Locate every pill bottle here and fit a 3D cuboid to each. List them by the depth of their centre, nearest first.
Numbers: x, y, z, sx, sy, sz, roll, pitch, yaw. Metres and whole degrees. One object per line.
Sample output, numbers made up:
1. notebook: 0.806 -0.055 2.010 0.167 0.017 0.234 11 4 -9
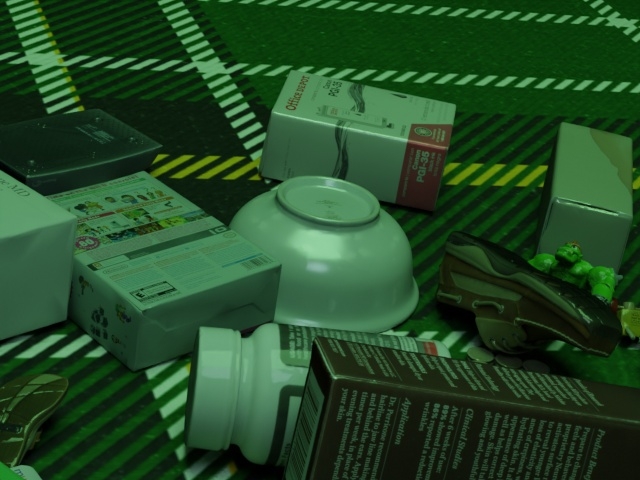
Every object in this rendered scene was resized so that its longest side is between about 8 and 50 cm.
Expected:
1. pill bottle: -0.005 0.177 1.827 0.283 0.161 0.161 7 26 -8

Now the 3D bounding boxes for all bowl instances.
1. bowl: 0.000 0.000 2.218 0.298 0.134 0.298 8 26 -4

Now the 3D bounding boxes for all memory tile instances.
1. memory tile: 0.238 0.184 2.074 0.113 0.012 0.148 12 25 3

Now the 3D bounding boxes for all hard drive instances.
1. hard drive: -0.382 -0.129 2.422 0.172 0.054 0.255 30 32 34

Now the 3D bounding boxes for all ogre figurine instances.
1. ogre figurine: 0.328 0.064 2.257 0.197 0.096 0.118 -9 22 49

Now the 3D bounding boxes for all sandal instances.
1. sandal: -0.332 0.210 1.774 0.072 0.049 0.180 10 40 11

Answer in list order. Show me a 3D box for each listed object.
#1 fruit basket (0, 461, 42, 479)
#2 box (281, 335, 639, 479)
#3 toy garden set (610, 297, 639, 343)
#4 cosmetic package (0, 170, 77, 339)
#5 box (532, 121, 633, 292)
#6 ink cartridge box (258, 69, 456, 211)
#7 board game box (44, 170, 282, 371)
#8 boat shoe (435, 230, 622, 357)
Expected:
1. fruit basket: -0.313 0.354 1.413 0.327 0.165 0.353 -13 50 -38
2. box: 0.163 0.231 1.694 0.382 0.191 0.143 11 13 -11
3. toy garden set: 0.503 0.153 2.200 0.204 0.049 0.244 7 27 -12
4. cosmetic package: -0.504 0.036 1.929 0.217 0.156 0.385 27 31 34
5. box: 0.397 -0.051 2.459 0.121 0.148 0.311 13 28 4
6. ink cartridge box: 0.061 -0.160 2.579 0.283 0.117 0.207 12 26 3
7. board game box: -0.233 0.030 2.100 0.224 0.097 0.303 -16 37 -38
8. boat shoe: 0.265 0.093 2.139 0.123 0.119 0.324 19 8 -35
